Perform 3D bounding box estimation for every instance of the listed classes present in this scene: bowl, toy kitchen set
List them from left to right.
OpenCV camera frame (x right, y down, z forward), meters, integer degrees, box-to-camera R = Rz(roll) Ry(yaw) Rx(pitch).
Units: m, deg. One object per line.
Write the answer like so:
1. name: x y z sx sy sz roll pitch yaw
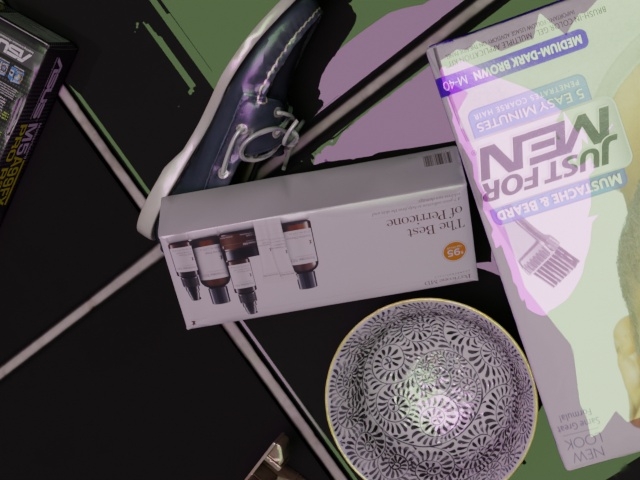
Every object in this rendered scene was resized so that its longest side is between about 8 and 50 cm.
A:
1. toy kitchen set: -0.025 0.212 1.076 0.075 0.083 0.068 37 106 6
2. bowl: 0.095 0.123 1.035 0.170 0.080 0.170 2 98 14

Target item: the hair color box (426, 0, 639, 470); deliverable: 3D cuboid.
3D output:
1. hair color box: 0.224 -0.017 0.969 0.185 0.110 0.339 -18 95 15

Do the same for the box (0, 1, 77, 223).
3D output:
1. box: -0.378 -0.138 1.127 0.270 0.060 0.216 29 105 9

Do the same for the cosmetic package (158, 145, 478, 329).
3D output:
1. cosmetic package: 0.000 0.000 1.007 0.239 0.060 0.099 -10 128 3

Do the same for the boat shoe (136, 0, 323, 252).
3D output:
1. boat shoe: -0.060 -0.086 1.035 0.079 0.095 0.254 36 107 8
